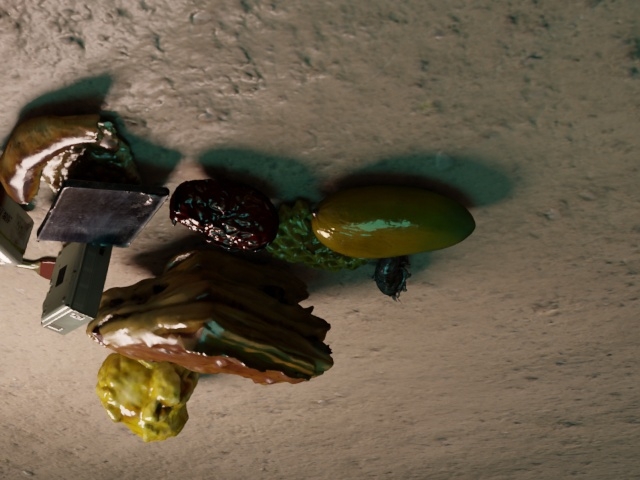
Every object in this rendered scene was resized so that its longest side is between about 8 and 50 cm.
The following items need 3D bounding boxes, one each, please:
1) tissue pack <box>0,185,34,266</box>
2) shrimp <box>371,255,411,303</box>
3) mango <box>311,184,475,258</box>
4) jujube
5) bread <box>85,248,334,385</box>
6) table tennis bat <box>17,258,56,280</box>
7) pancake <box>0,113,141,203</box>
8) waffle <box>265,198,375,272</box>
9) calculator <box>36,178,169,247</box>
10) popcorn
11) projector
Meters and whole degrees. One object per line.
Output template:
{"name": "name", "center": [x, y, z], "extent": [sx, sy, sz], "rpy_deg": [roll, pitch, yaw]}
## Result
{"name": "tissue pack", "center": [-0.538, -0.033, 1.592], "extent": [0.106, 0.099, 0.149], "rpy_deg": [-1, 151, 15]}
{"name": "shrimp", "center": [0.120, 0.060, 1.689], "extent": [0.056, 0.065, 0.165], "rpy_deg": [32, 163, 19]}
{"name": "mango", "center": [0.106, -0.031, 1.495], "extent": [0.237, 0.091, 0.137], "rpy_deg": [-7, 155, 11]}
{"name": "jujube", "center": [-0.139, -0.046, 1.506], "extent": [0.165, 0.104, 0.104], "rpy_deg": [22, 147, -23]}
{"name": "bread", "center": [-0.184, 0.131, 1.746], "extent": [0.314, 0.192, 0.370], "rpy_deg": [22, 160, -38]}
{"name": "table tennis bat", "center": [-0.492, 0.051, 1.829], "extent": [0.156, 0.013, 0.087], "rpy_deg": [11, 153, -12]}
{"name": "pancake", "center": [-0.376, -0.112, 1.462], "extent": [0.212, 0.056, 0.257], "rpy_deg": [1, 152, 5]}
{"name": "waffle", "center": [-0.001, 0.003, 1.613], "extent": [0.194, 0.051, 0.149], "rpy_deg": [19, 150, -21]}
{"name": "calculator", "center": [-0.340, -0.039, 1.565], "extent": [0.161, 0.021, 0.261], "rpy_deg": [4, 161, -25]}
{"name": "popcorn", "center": [-0.354, 0.312, 2.138], "extent": [0.203, 0.226, 0.200], "rpy_deg": [-35, -175, -1]}
{"name": "projector", "center": [-0.413, 0.072, 1.709], "extent": [0.061, 0.147, 0.115], "rpy_deg": [26, 145, -30]}
